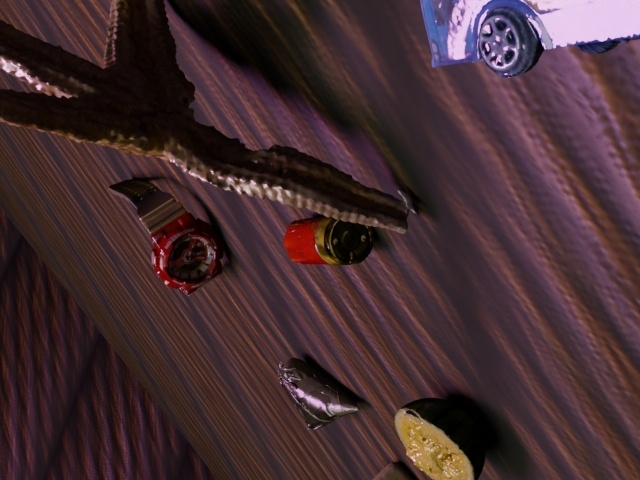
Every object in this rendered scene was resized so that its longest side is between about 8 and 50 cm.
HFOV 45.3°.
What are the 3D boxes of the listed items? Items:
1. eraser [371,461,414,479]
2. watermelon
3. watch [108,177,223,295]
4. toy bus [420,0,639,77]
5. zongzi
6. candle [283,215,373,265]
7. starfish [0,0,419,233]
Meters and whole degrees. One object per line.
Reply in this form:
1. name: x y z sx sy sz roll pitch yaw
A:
1. eraser: 0.129 0.390 1.040 0.172 0.058 0.117 47 156 15
2. watermelon: 0.128 0.202 0.787 0.105 0.062 0.105 33 143 29
3. watch: -0.237 -0.012 1.159 0.268 0.102 0.164 23 144 62
4. toy bus: 0.139 -0.126 0.325 0.236 0.079 0.094 11 116 57
5. zongzi: -0.004 0.197 1.044 0.109 0.055 0.119 54 145 4
6. candle: 0.000 0.000 0.769 0.052 0.052 0.131 60 157 -13
7. starfish: -0.164 -0.144 0.648 0.132 0.384 0.398 -53 48 33
